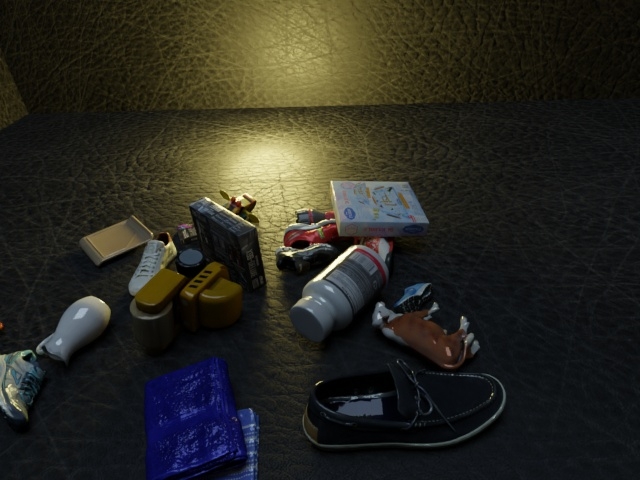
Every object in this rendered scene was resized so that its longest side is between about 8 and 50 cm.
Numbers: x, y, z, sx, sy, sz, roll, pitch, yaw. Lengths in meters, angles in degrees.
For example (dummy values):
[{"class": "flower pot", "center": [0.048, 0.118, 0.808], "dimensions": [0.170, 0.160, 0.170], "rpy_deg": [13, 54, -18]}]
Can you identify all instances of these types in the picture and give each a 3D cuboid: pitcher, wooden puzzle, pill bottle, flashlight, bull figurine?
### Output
[{"class": "pitcher", "center": [-0.764, 0.273, 1.497], "dimensions": [0.178, 0.125, 0.207], "rpy_deg": [0, 43, 34]}, {"class": "wooden puzzle", "center": [-0.818, 0.003, 1.953], "dimensions": [0.239, 0.044, 0.221], "rpy_deg": [-33, 43, -27]}, {"class": "pill bottle", "center": [0.056, 0.162, 1.485], "dimensions": [0.177, 0.176, 0.319], "rpy_deg": [21, 42, 33]}, {"class": "flashlight", "center": [0.056, -0.097, 1.924], "dimensions": [0.305, 0.103, 0.103], "rpy_deg": [-10, 34, -6]}, {"class": "bull figurine", "center": [0.294, 0.258, 1.381], "dimensions": [0.189, 0.101, 0.310], "rpy_deg": [-25, 39, -29]}]

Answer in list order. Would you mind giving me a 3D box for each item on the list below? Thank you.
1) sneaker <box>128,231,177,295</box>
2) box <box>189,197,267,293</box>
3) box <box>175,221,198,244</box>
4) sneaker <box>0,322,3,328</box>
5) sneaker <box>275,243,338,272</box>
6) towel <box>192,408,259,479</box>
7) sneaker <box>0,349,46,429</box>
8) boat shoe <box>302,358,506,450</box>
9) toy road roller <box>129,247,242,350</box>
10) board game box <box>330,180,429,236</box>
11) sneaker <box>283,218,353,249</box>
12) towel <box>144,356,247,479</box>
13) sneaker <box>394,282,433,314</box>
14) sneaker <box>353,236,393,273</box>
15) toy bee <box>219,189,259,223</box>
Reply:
[{"class": "sneaker", "center": [-0.615, 0.074, 1.749], "dimensions": [0.106, 0.123, 0.290], "rpy_deg": [2, 36, 7]}, {"class": "box", "center": [-0.325, 0.012, 1.695], "dimensions": [0.077, 0.242, 0.308], "rpy_deg": [-31, 42, -32]}, {"class": "box", "center": [-0.498, -0.041, 1.982], "dimensions": [0.162, 0.029, 0.116], "rpy_deg": [-16, 35, -17]}, {"class": "sneaker", "center": [-1.108, 0.275, 1.591], "dimensions": [0.175, 0.064, 0.067], "rpy_deg": [6, 56, 25]}, {"class": "sneaker", "center": [-0.053, 0.070, 1.725], "dimensions": [0.235, 0.078, 0.106], "rpy_deg": [-3, 37, 9]}, {"class": "towel", "center": [-0.262, 0.540, 1.101], "dimensions": [0.244, 0.040, 0.335], "rpy_deg": [-7, 35, -2]}, {"class": "sneaker", "center": [-0.821, 0.390, 1.333], "dimensions": [0.122, 0.110, 0.283], "rpy_deg": [-22, 38, -28]}, {"class": "boat shoe", "center": [0.204, 0.385, 1.165], "dimensions": [0.501, 0.155, 0.186], "rpy_deg": [-6, 33, -3]}, {"class": "toy road roller", "center": [-0.386, 0.195, 1.485], "dimensions": [0.241, 0.202, 0.329], "rpy_deg": [21, 40, 16]}, {"class": "board game box", "center": [0.209, -0.125, 1.828], "dimensions": [0.319, 0.065, 0.318], "rpy_deg": [1, 33, -6]}, {"class": "sneaker", "center": [0.000, 0.000, 1.819], "dimensions": [0.279, 0.107, 0.118], "rpy_deg": [-8, 49, 6]}, {"class": "towel", "center": [-0.315, 0.427, 1.178], "dimensions": [0.228, 0.076, 0.308], "rpy_deg": [-16, 37, -11]}, {"class": "sneaker", "center": [0.286, 0.185, 1.541], "dimensions": [0.162, 0.063, 0.073], "rpy_deg": [-27, 22, -35]}, {"class": "sneaker", "center": [0.188, 0.031, 1.736], "dimensions": [0.145, 0.090, 0.270], "rpy_deg": [0, 31, 9]}, {"class": "toy bee", "center": [-0.331, -0.119, 1.949], "dimensions": [0.195, 0.162, 0.298], "rpy_deg": [26, 40, -13]}]
